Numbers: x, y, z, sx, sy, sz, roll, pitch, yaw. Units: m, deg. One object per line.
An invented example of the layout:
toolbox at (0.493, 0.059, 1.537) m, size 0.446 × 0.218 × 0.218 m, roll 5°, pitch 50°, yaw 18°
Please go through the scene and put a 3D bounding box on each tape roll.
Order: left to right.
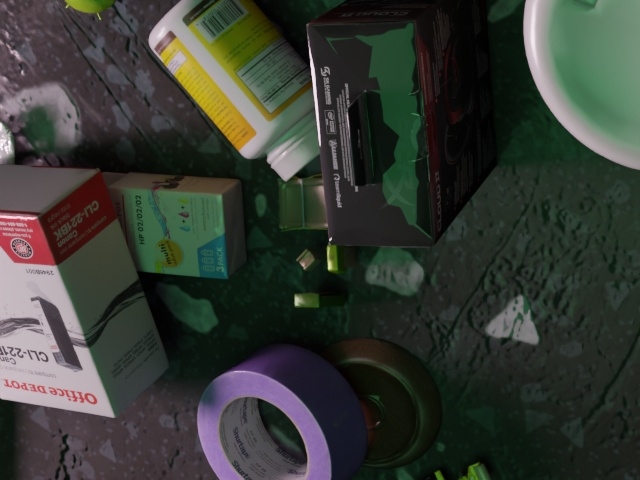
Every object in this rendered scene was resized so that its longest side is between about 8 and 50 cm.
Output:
tape roll at (-0.045, 0.220, 1.741) m, size 0.189 × 0.080 × 0.189 m, roll 16°, pitch 120°, yaw 30°

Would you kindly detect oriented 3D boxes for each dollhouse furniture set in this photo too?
dollhouse furniture set at (0.000, 0.000, 1.700) m, size 0.076 × 0.058 × 0.151 m, roll -3°, pitch 89°, yaw 29°

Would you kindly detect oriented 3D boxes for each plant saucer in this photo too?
plant saucer at (0.056, 0.195, 1.749) m, size 0.168 × 0.029 × 0.168 m, roll 6°, pitch 111°, yaw 17°

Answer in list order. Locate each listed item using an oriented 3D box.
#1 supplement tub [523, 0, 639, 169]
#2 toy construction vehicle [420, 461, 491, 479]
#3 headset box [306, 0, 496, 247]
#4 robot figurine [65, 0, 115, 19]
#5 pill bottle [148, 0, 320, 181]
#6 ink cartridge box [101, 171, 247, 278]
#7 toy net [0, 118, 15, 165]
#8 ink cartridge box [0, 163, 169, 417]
supplement tub at (0.325, -0.215, 1.324) m, size 0.241 × 0.331 × 0.241 m, roll 7°, pitch 112°, yaw 18°
toy construction vehicle at (0.165, 0.299, 1.748) m, size 0.098 × 0.035 × 0.086 m, roll -31°, pitch 86°, yaw 24°
headset box at (0.082, -0.132, 1.468) m, size 0.110 × 0.293 × 0.218 m, roll 1°, pitch 110°, yaw 20°
robot figurine at (-0.249, -0.302, 1.654) m, size 0.101 × 0.067 × 0.115 m, roll 23°, pitch 116°, yaw 12°
pill bottle at (-0.075, -0.170, 1.611) m, size 0.117 × 0.117 × 0.215 m, roll -39°, pitch 93°, yaw 28°
ink cartridge box at (-0.182, -0.019, 1.737) m, size 0.181 × 0.061 × 0.104 m, roll 4°, pitch 111°, yaw 20°
toy net at (-0.433, -0.065, 1.827) m, size 0.122 × 0.045 × 0.232 m, roll 36°, pitch 116°, yaw 7°
ink cartridge box at (-0.314, 0.057, 1.738) m, size 0.197 × 0.114 × 0.273 m, roll 4°, pitch 124°, yaw 35°
